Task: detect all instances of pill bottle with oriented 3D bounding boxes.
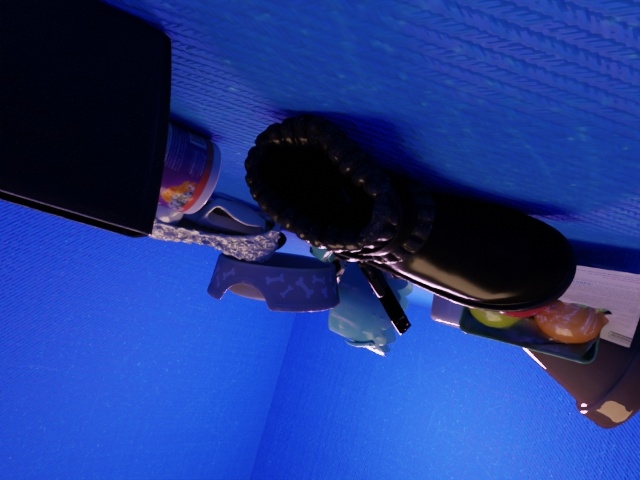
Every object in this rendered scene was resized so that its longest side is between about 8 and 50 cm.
[{"bbox_3d":[-0.235,-0.113,0.626,0.194,0.108,0.108,21,171,-37],"label":"pill bottle"}]

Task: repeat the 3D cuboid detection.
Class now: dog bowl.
[{"bbox_3d":[-0.116,0.097,1.291,0.349,0.102,0.349,6,-174,-1],"label":"dog bowl"}]

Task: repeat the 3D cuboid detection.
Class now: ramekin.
[{"bbox_3d":[0.414,0.167,1.242,0.277,0.135,0.277,16,172,2],"label":"ramekin"}]

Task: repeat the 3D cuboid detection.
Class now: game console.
[{"bbox_3d":[0.120,0.076,1.145,0.213,0.044,0.361,63,-176,34],"label":"game console"}]

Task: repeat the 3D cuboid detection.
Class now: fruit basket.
[{"bbox_3d":[0.360,0.083,0.845,0.327,0.165,0.353,10,155,32],"label":"fruit basket"}]

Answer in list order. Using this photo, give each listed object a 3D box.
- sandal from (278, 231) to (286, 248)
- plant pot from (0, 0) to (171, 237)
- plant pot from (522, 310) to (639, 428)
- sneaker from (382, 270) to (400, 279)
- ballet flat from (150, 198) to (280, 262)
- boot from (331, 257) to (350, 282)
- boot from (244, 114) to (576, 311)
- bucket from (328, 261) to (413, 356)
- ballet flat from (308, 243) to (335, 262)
[{"bbox_3d":[-0.184,-0.016,1.400,0.179,0.067,0.040,16,161,16],"label":"sandal"},{"bbox_3d":[-0.223,-0.108,0.421,0.188,0.166,0.188,19,171,-23],"label":"plant pot"},{"bbox_3d":[0.551,0.215,1.028,0.229,0.263,0.263,31,178,19],"label":"plant pot"},{"bbox_3d":[0.194,0.053,1.176,0.086,0.064,0.192,-2,163,13],"label":"sneaker"},{"bbox_3d":[-0.273,-0.064,1.106,0.409,0.146,0.147,15,173,-21],"label":"ballet flat"},{"bbox_3d":[0.135,0.123,1.662,0.262,0.095,0.203,13,171,40],"label":"boot"},{"bbox_3d":[0.109,-0.016,0.546,0.348,0.131,0.260,13,172,21],"label":"boot"},{"bbox_3d":[0.153,0.187,1.453,0.183,0.281,0.281,19,174,18],"label":"bucket"},{"bbox_3d":[0.000,0.000,1.094,0.087,0.083,0.247,29,171,4],"label":"ballet flat"}]
